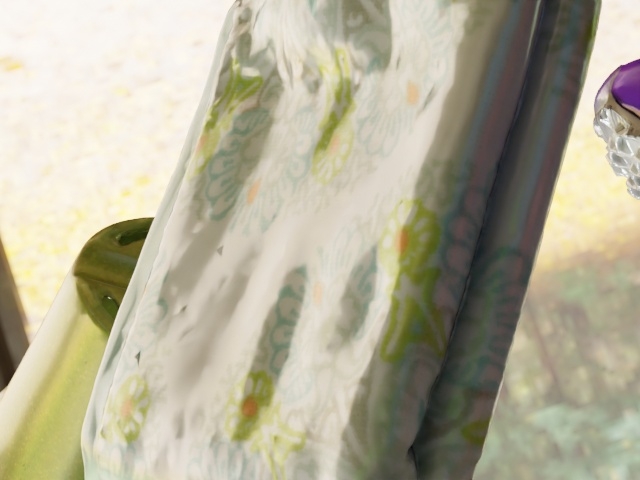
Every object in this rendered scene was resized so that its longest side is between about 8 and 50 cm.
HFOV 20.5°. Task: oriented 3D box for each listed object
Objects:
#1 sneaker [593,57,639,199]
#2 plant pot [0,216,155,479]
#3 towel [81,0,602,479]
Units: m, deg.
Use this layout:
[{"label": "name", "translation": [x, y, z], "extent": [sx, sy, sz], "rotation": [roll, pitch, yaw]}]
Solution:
[{"label": "sneaker", "translation": [0.253, -0.025, 0.658], "extent": [0.146, 0.293, 0.102], "rotation": [-64, 170, -6]}, {"label": "plant pot", "translation": [-0.141, 0.130, 1.421], "extent": [0.276, 0.276, 0.254], "rotation": [-13, 139, -39]}, {"label": "towel", "translation": [0.000, 0.000, 1.026], "extent": [0.090, 0.374, 0.320], "rotation": [21, 171, -29]}]
